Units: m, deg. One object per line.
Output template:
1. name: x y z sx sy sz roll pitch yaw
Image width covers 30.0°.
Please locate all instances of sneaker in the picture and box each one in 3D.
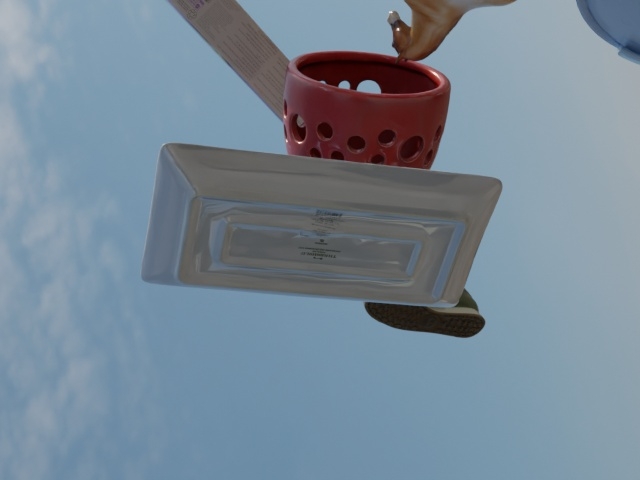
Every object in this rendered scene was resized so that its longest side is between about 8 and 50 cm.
1. sneaker: 0.140 0.081 1.701 0.192 0.064 0.086 14 -143 -23

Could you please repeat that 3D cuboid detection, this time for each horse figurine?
1. horse figurine: 0.156 -0.296 1.250 0.066 0.263 0.174 -30 -76 -55

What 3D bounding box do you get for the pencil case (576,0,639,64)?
1. pencil case: 0.242 -0.228 0.696 0.273 0.113 0.124 -63 6 -23

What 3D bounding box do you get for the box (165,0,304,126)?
1. box: -0.093 -0.243 1.555 0.324 0.067 0.063 43 -178 -42

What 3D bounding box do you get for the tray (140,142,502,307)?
1. tray: 0.000 0.000 0.943 0.030 0.270 0.145 -99 18 -48

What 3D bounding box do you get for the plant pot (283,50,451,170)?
1. plant pot: 0.049 -0.116 1.391 0.191 0.191 0.174 -54 -30 -64
